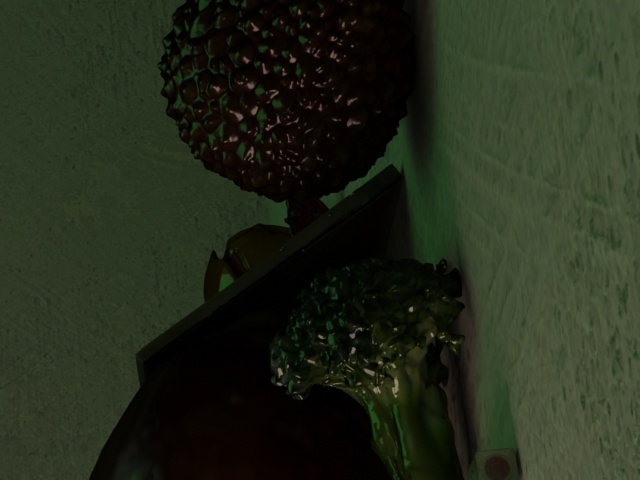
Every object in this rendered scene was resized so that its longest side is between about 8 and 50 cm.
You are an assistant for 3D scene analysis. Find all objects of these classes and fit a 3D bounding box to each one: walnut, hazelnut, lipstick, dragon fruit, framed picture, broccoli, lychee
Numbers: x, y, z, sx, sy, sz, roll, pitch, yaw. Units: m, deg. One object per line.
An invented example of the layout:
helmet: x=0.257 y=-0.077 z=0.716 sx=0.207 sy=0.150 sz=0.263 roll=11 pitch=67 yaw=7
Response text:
walnut: x=-0.069 y=0.133 z=2.298 sx=0.209 sy=0.209 sz=0.336 roll=-105 pitch=-1 yaw=-62
hazelnut: x=-0.057 y=0.274 z=1.388 sx=0.421 sy=0.353 sz=0.421 roll=-29 pitch=-56 yaw=-55
lipstick: x=0.126 y=0.191 z=1.098 sx=0.129 sy=0.030 sz=0.030 roll=94 pitch=170 yaw=-66
dragon fruit: x=0.000 y=0.000 z=2.077 sx=0.106 sy=0.083 sz=0.162 roll=-7 pitch=-97 yaw=-83
framed picture: x=-0.055 y=0.071 z=1.539 sx=0.022 sy=0.335 sz=0.247 roll=48 pitch=162 yaw=16
broccoli: x=0.059 y=0.149 z=1.247 sx=0.198 sy=0.177 sz=0.274 roll=175 pitch=77 yaw=-79
lychee: x=-0.020 y=-0.181 z=1.346 sx=0.271 sy=0.271 sz=0.271 roll=176 pitch=90 yaw=-85
